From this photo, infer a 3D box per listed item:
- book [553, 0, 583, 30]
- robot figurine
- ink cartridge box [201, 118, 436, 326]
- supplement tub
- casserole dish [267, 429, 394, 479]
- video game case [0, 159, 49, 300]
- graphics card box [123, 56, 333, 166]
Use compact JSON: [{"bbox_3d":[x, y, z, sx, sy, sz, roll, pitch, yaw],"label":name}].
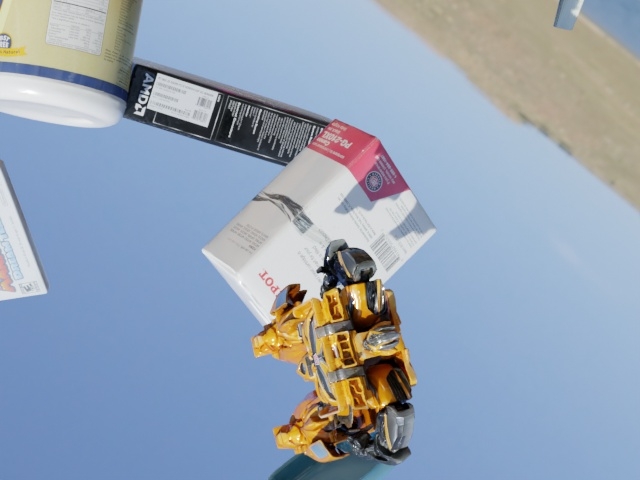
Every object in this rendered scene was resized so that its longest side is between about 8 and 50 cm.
[{"bbox_3d":[0.305,-0.330,1.588,0.035,0.144,0.096,12,-123,5],"label":"book"},{"bbox_3d":[0.011,0.120,1.290,0.291,0.085,0.211,133,123,-70],"label":"robot figurine"},{"bbox_3d":[0.000,0.000,1.647,0.100,0.237,0.172,31,162,51],"label":"ink cartridge box"},{"bbox_3d":[-0.372,-0.337,1.965,0.228,0.316,0.228,9,175,1],"label":"supplement tub"},{"bbox_3d":[0.020,0.272,1.599,0.114,0.037,0.188,3,-158,36],"label":"casserole dish"},{"bbox_3d":[-0.364,-0.002,1.368,0.019,0.143,0.157,-89,-12,-56],"label":"video game case"},{"bbox_3d":[-0.142,-0.197,2.174,0.371,0.094,0.233,15,-172,-14],"label":"graphics card box"}]
